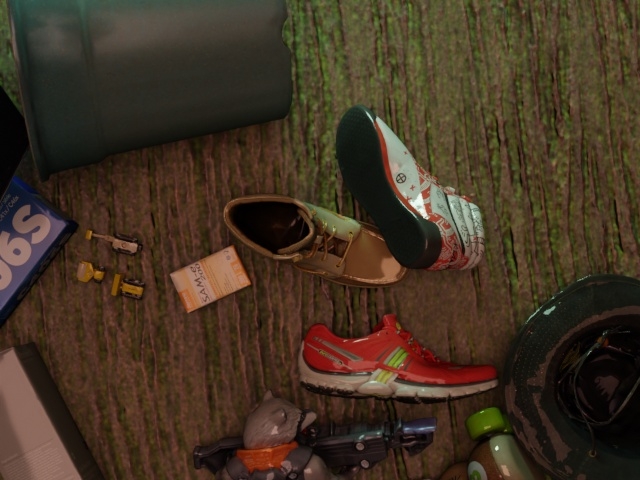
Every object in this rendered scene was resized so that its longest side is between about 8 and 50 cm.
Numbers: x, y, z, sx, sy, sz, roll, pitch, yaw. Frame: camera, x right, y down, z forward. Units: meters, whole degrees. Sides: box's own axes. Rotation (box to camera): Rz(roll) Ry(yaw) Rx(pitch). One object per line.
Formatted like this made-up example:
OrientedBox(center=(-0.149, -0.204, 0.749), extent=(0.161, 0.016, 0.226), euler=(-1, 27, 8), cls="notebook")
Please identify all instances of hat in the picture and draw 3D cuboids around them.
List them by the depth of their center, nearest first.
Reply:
OrientedBox(center=(0.415, 0.214, 1.719), extent=(0.331, 0.134, 0.331), euler=(-3, 74, 10), cls="hat")

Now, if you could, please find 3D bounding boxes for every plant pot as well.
OrientedBox(center=(-0.219, -0.262, 1.644), extent=(0.334, 0.341, 0.341), euler=(-7, 89, -9), cls="plant pot")

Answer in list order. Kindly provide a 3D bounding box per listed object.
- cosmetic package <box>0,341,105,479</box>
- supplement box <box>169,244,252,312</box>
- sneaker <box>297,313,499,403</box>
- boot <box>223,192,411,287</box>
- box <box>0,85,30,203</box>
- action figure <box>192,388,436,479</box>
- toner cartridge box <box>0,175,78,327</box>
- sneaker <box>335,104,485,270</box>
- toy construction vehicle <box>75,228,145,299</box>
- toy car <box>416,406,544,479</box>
OrientedBox(center=(-0.389, 0.262, 1.716), extent=(0.107, 0.127, 0.238), euler=(-25, 91, 0), cls="cosmetic package")
OrientedBox(center=(-0.152, 0.054, 1.766), extent=(0.098, 0.036, 0.062), euler=(-25, 88, -1), cls="supplement box")
OrientedBox(center=(0.109, 0.160, 1.736), extent=(0.279, 0.107, 0.118), euler=(5, 80, -3), cls="sneaker")
OrientedBox(center=(0.000, 0.000, 1.683), extent=(0.262, 0.203, 0.095), euler=(21, 89, 1), cls="boot")
OrientedBox(center=(-0.576, -0.155, 1.584), extent=(0.294, 0.183, 0.296), euler=(-8, 133, 24), cls="box")
OrientedBox(center=(0.002, 0.348, 1.684), extent=(0.341, 0.178, 0.330), euler=(-16, 107, 12), cls="action figure")
OrientedBox(center=(-0.506, 0.065, 1.744), extent=(0.165, 0.075, 0.348), euler=(37, 89, 3), cls="toner cartridge box")
OrientedBox(center=(0.127, -0.067, 1.749), extent=(0.090, 0.145, 0.270), euler=(-49, 52, 32), cls="sneaker")
OrientedBox(center=(-0.286, 0.032, 1.771), extent=(0.098, 0.035, 0.086), euler=(12, 100, 2), cls="toy construction vehicle")
OrientedBox(center=(0.201, 0.338, 1.719), extent=(0.188, 0.149, 0.155), euler=(-30, 66, 18), cls="toy car")
